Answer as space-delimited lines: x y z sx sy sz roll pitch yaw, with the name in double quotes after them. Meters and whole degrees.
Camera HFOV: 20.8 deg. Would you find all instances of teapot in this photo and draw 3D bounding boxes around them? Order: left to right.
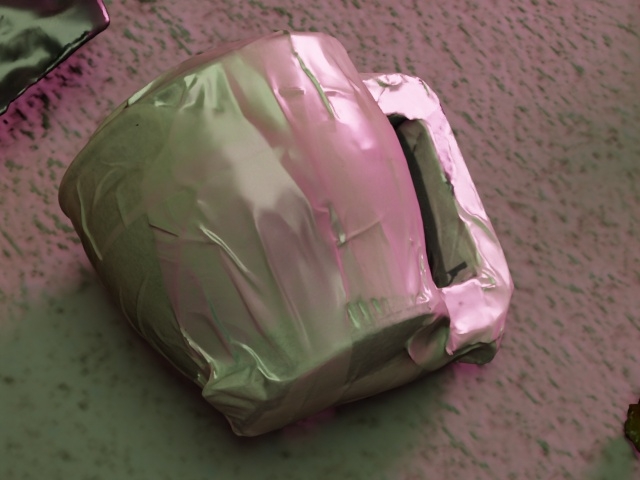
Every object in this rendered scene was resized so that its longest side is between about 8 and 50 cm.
-0.012 0.007 0.879 0.163 0.221 0.178 -34 76 19 "teapot"

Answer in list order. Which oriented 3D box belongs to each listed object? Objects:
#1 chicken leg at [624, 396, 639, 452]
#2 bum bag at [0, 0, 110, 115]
0.346 0.099 0.856 0.361 0.140 0.211 -11 54 -9 "chicken leg"
-0.215 -0.190 0.988 0.137 0.074 0.310 -20 64 -6 "bum bag"
